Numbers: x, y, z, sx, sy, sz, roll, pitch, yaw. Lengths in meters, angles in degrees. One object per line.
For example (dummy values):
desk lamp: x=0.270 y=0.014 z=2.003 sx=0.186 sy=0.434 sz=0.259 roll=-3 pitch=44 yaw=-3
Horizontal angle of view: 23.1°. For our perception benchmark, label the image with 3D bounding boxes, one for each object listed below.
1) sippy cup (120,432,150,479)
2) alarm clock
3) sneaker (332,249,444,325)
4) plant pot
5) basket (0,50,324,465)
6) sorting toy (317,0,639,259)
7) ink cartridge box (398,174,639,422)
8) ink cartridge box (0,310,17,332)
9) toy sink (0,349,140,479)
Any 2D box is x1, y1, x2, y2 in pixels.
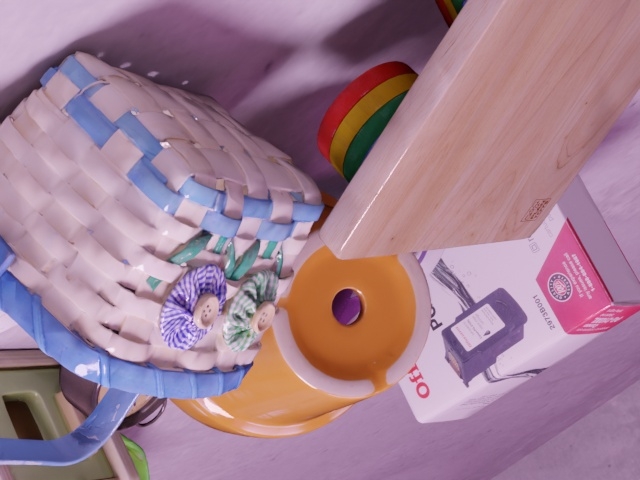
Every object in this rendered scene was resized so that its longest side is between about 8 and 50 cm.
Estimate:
sippy cup: x=-0.312 y=0.344 z=1.675 sx=0.240 sy=0.305 sz=0.224 roll=-7 pitch=144 yaw=10
alarm clock: x=-0.169 y=0.111 z=1.396 sx=0.129 sy=0.064 sz=0.192 roll=-45 pitch=149 yaw=-23
sneaker: x=0.000 y=0.000 z=1.340 sx=0.282 sy=0.161 sz=0.102 roll=-49 pitch=-149 yaw=-16
plant pot: x=-0.015 y=0.052 z=1.187 sx=0.205 sy=0.205 sz=0.188 roll=-19 pitch=-174 yaw=-25
basket: x=-0.154 y=0.037 z=1.013 sx=0.289 sy=0.201 sz=0.255 roll=-50 pitch=157 yaw=17
sorting toy: x=0.123 y=-0.119 z=1.096 sx=0.255 sy=0.089 sz=0.257 roll=-6 pitch=136 yaw=-52
ink cartridge box: x=0.166 y=0.047 z=1.511 sx=0.237 sy=0.172 sz=0.100 roll=-36 pitch=160 yaw=28
ink cartridge box: x=-0.277 y=0.017 z=1.116 sx=0.145 sy=0.045 sz=0.179 roll=-25 pitch=145 yaw=-2
toy sink: x=-0.265 y=0.190 z=1.416 sx=0.131 sy=0.153 sz=0.234 roll=-35 pitch=160 yaw=23
